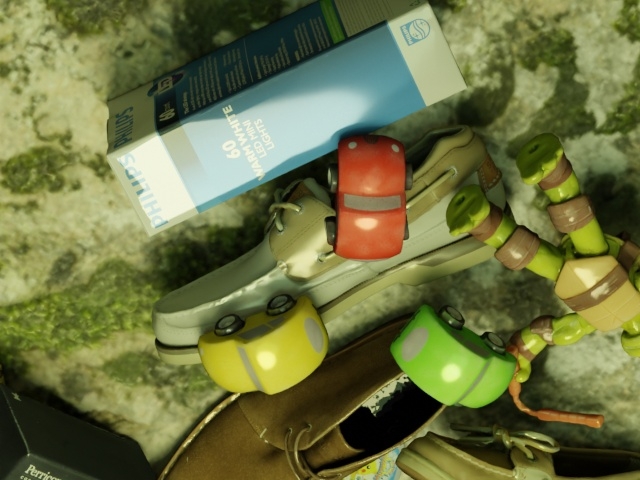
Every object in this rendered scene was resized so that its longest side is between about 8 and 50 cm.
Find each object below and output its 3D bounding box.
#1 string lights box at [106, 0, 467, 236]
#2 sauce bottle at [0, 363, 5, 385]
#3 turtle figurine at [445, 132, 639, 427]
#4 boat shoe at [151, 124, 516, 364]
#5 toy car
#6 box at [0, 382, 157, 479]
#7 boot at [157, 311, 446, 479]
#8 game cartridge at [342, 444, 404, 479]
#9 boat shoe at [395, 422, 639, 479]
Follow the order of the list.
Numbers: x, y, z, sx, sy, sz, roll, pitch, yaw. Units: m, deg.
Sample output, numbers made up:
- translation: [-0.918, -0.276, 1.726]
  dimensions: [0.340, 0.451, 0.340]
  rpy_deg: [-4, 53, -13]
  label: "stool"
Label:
- translation: [-0.031, -0.110, 1.502]
  dimensions: [0.259, 0.133, 0.077]
  rpy_deg: [-25, 112, 5]
  label: "string lights box"
- translation: [-0.277, 0.112, 1.615]
  dimensions: [0.042, 0.042, 0.128]
  rpy_deg: [-10, 114, -1]
  label: "sauce bottle"
- translation: [0.215, 0.018, 1.520]
  dimensions: [0.269, 0.087, 0.217]
  rpy_deg: [-29, 115, 34]
  label: "turtle figurine"
- translation: [0.000, 0.000, 1.568]
  dimensions: [0.302, 0.113, 0.103]
  rpy_deg: [-23, 111, -8]
  label: "boat shoe"
- translation: [0.053, 0.064, 1.491]
  dimensions: [0.225, 0.053, 0.239]
  rpy_deg: [30, 111, -17]
  label: "toy car"
- translation: [-0.235, 0.221, 1.609]
  dimensions: [0.156, 0.093, 0.158]
  rpy_deg: [29, 107, -39]
  label: "box"
- translation: [-0.016, 0.163, 1.614]
  dimensions: [0.305, 0.115, 0.112]
  rpy_deg: [-34, 98, 8]
  label: "boot"
- translation: [0.042, 0.187, 1.690]
  dimensions: [0.056, 0.017, 0.083]
  rpy_deg: [6, 111, -12]
  label: "game cartridge"
- translation: [0.174, 0.190, 1.630]
  dimensions: [0.285, 0.104, 0.089]
  rpy_deg: [20, 97, -45]
  label: "boat shoe"
